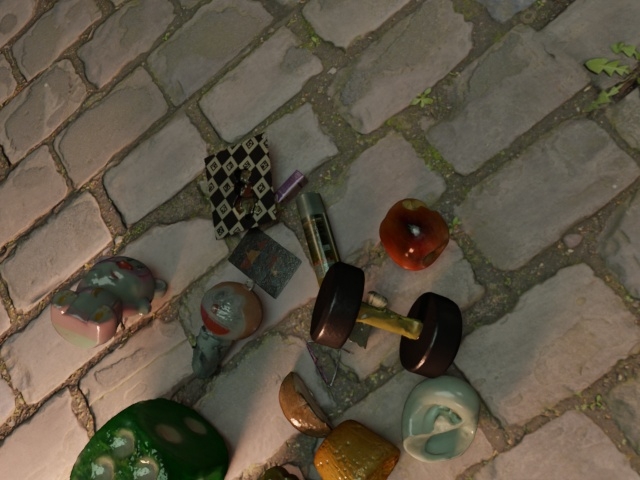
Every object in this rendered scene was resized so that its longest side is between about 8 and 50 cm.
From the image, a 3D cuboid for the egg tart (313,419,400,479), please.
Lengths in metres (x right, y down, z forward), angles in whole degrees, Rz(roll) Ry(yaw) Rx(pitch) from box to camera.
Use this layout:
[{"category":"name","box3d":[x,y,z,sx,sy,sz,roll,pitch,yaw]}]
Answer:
[{"category":"egg tart","box3d":[0.082,0.548,1.097,0.147,0.202,0.203,34,89,34]}]

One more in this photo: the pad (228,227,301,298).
[{"category":"pad","box3d":[-0.174,0.062,1.366,0.211,0.003,0.143,35,89,21]}]

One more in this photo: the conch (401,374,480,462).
[{"category":"conch","box3d":[0.292,0.432,1.084,0.185,0.121,0.221,44,100,16]}]

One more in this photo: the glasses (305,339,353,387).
[{"category":"glasses","box3d":[0.031,0.320,1.237,0.103,0.062,0.140,-27,71,-14]}]

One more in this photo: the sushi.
[{"category":"sushi","box3d":[-0.242,-0.167,1.413,0.264,0.050,0.290,-17,76,27]}]

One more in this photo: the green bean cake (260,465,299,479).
[{"category":"green bean cake","box3d":[-0.099,0.723,1.108,0.233,0.124,0.236,30,73,17]}]

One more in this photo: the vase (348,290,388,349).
[{"category":"vase","box3d":[0.124,0.211,1.208,0.081,0.081,0.149,29,85,20]}]

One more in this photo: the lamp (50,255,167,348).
[{"category":"lamp","box3d":[-0.634,0.190,1.342,0.247,0.301,0.248,20,124,3]}]

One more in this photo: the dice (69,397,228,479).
[{"category":"dice","box3d":[-0.440,0.616,1.168,0.287,0.300,0.297,37,90,22]}]

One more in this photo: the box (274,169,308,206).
[{"category":"box","box3d":[-0.093,-0.160,1.366,0.117,0.050,0.036,-45,68,1]}]

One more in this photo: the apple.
[{"category":"apple","box3d":[0.243,-0.022,1.175,0.199,0.199,0.199,-4,77,16]}]

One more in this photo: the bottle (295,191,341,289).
[{"category":"bottle","box3d":[0.000,0.000,1.286,0.082,0.082,0.286,-20,74,12]}]

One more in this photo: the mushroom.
[{"category":"mushroom","box3d":[-0.047,0.460,1.205,0.094,0.072,0.210,-43,70,13]}]

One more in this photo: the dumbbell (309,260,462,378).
[{"category":"dumbbell","box3d":[0.152,0.191,1.076,0.322,0.204,0.204,19,83,-7]}]

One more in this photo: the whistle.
[{"category":"whistle","box3d":[-0.290,0.255,1.280,0.189,0.189,0.348,36,101,20]}]
